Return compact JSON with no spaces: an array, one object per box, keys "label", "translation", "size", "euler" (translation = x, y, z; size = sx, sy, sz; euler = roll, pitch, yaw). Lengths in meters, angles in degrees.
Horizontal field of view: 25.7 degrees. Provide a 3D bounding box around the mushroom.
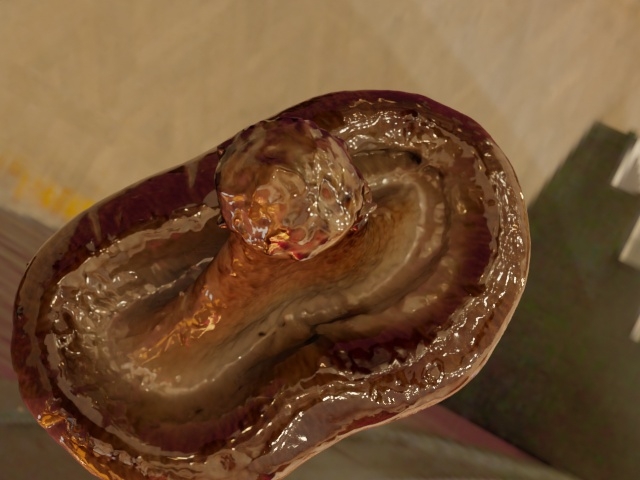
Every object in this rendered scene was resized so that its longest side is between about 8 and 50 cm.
[{"label":"mushroom","translation":[0.000,0.000,0.515],"size":[0.227,0.148,0.217],"euler":[-33,172,-19]}]
